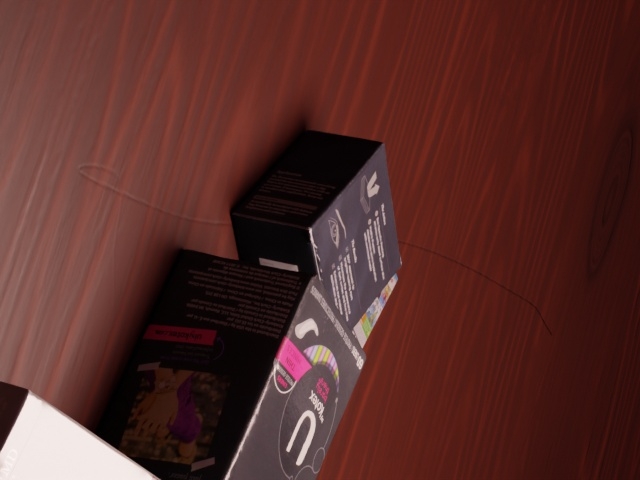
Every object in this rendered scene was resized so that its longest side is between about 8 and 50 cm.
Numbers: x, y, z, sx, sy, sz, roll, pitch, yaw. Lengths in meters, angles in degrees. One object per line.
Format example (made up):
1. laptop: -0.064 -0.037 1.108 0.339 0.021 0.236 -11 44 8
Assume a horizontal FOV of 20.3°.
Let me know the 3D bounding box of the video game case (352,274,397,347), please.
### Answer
1. video game case: 0.034 0.068 1.952 0.166 0.015 0.119 -61 148 -31

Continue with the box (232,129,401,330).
1. box: 0.000 0.000 1.772 0.158 0.093 0.156 -49 141 -43

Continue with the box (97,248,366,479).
1. box: -0.088 0.169 1.612 0.270 0.143 0.165 -66 150 -22

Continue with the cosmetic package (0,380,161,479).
1. cosmetic package: -0.210 0.208 1.385 0.238 0.107 0.127 43 64 -48
